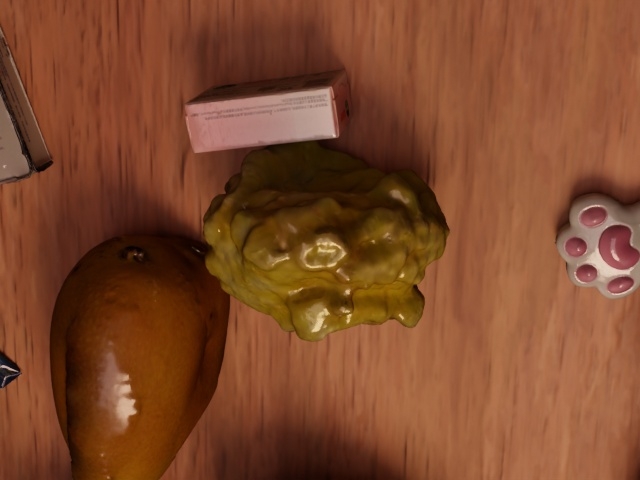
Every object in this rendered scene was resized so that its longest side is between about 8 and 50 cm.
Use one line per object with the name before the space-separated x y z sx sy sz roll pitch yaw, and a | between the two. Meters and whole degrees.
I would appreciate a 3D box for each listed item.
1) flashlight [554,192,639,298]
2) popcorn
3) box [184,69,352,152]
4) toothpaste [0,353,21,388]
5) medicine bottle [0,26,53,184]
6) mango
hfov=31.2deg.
flashlight | 0.295 -0.016 0.944 0.200 0.047 0.093 -21 101 15
popcorn | 0.000 0.006 0.933 0.198 0.197 0.155 14 108 5
box | -0.041 -0.108 0.952 0.125 0.089 0.043 -5 106 12
toothpaste | -0.325 0.106 1.101 0.027 0.019 0.083 -43 97 -6
medicine bottle | -0.361 -0.115 1.025 0.201 0.052 0.171 -16 103 15
mango | -0.170 0.114 1.003 0.136 0.166 0.236 8 107 12
